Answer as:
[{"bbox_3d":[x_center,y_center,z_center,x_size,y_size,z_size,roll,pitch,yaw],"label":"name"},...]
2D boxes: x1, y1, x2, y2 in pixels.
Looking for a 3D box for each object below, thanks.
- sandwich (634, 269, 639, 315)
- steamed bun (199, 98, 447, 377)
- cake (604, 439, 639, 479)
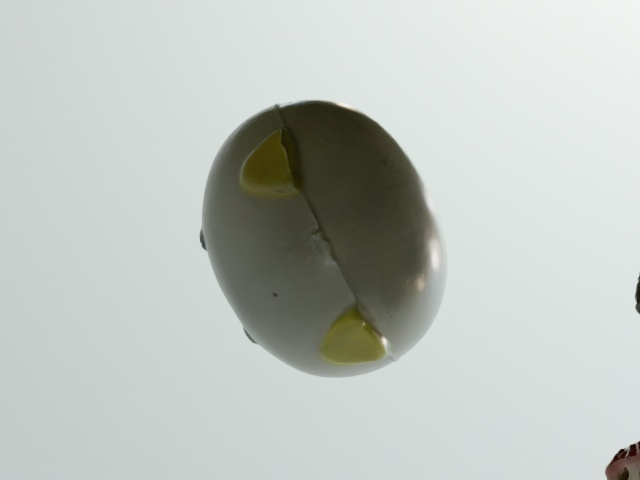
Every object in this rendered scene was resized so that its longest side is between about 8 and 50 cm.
[{"bbox_3d":[0.495,0.055,1.977,0.212,0.109,0.292,43,-139,-27],"label":"sandwich"},{"bbox_3d":[0.006,-0.003,2.066,0.374,0.334,0.334,62,-154,-3],"label":"steamed bun"},{"bbox_3d":[0.482,0.327,1.672,0.270,0.269,0.319,-5,-108,-26],"label":"cake"}]
